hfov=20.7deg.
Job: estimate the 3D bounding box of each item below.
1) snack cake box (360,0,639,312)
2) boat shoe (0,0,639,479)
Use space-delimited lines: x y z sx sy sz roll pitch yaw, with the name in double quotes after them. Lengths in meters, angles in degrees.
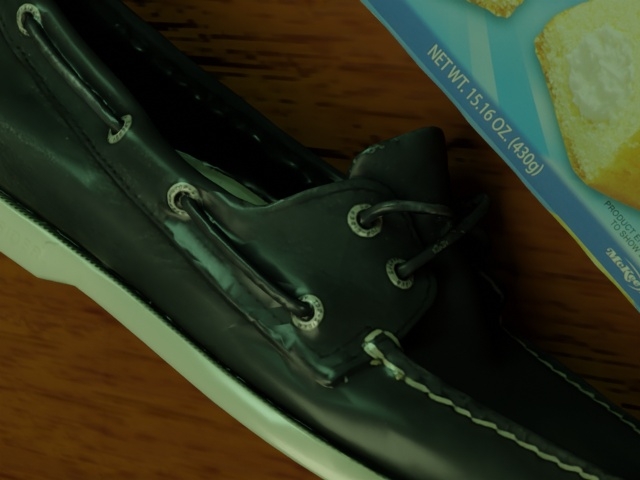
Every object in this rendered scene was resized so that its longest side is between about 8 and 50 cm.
0.092 -0.111 0.526 0.264 0.089 0.152 49 133 5 "snack cake box"
0.001 -0.001 0.636 0.340 0.127 0.113 32 106 23 "boat shoe"
